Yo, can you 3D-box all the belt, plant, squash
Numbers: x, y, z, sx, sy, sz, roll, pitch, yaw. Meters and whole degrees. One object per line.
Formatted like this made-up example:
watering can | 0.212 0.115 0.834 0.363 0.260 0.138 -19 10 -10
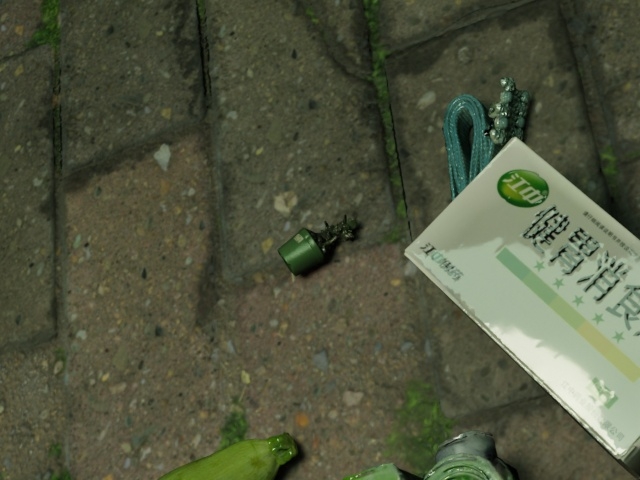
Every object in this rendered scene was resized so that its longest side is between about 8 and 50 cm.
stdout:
belt | 0.195 -0.090 1.476 0.100 0.065 0.179 -16 63 31
plant | 0.000 0.000 1.544 0.102 0.051 0.051 -32 56 -4
squash | -0.183 0.337 1.446 0.370 0.118 0.118 -40 56 4

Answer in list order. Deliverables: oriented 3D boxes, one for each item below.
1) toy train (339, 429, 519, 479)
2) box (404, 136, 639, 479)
toy train | 0.122 0.355 1.246 0.249 0.173 0.307 -25 58 23
box | 0.259 0.064 1.300 0.173 0.145 0.333 -46 61 2
